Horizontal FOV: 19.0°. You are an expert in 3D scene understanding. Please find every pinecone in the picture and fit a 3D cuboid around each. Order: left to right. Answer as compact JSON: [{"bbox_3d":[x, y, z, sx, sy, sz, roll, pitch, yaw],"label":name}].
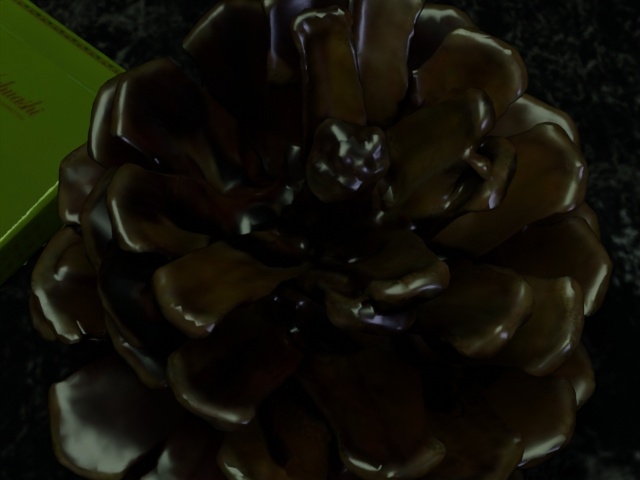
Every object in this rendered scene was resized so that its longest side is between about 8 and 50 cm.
[{"bbox_3d":[0.000,0.000,1.099,0.384,0.384,0.384,-4,59,7],"label":"pinecone"}]

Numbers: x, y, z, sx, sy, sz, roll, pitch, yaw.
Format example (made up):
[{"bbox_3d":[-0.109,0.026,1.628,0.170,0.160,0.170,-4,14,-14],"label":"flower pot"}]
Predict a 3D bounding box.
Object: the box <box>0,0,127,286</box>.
[{"bbox_3d":[-0.287,-0.028,1.345,0.187,0.047,0.335,36,72,26],"label":"box"}]
